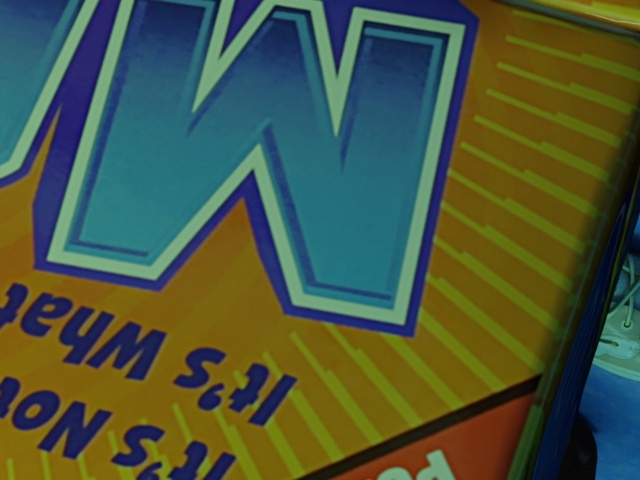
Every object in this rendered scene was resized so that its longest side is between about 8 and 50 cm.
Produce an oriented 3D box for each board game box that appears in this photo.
[{"bbox_3d":[-0.066,-0.034,0.657,0.356,0.356,0.356,17,158,10],"label":"board game box"}]

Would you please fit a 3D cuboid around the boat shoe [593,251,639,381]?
[{"bbox_3d":[0.153,0.032,0.969,0.170,0.063,0.059,13,158,22],"label":"boat shoe"}]

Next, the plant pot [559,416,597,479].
[{"bbox_3d":[0.029,0.179,1.158,0.236,0.267,0.267,-17,135,34],"label":"plant pot"}]
